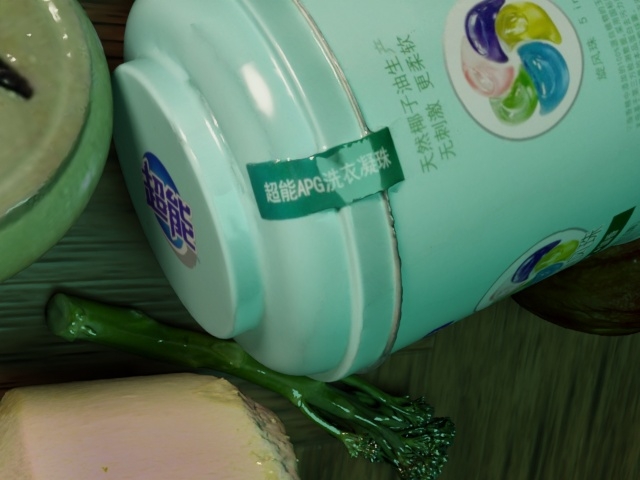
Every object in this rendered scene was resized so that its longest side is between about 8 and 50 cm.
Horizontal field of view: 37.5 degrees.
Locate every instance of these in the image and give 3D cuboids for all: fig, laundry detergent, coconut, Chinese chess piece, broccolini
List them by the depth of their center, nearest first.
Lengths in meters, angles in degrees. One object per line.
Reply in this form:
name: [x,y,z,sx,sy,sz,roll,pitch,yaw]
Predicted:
Chinese chess piece: [-0.235,-0.074,0.528,0.238,0.092,0.238,4,71,-13]
laundry detergent: [0.036,-0.076,0.626,0.305,0.287,0.287,-23,116,-21]
coconut: [-0.146,0.211,0.656,0.245,0.233,0.233,-4,108,-18]
broccolini: [-0.041,0.133,0.779,0.392,0.074,0.079,21,104,-31]
fig: [0.216,0.027,0.848,0.290,0.190,0.190,-37,122,7]
